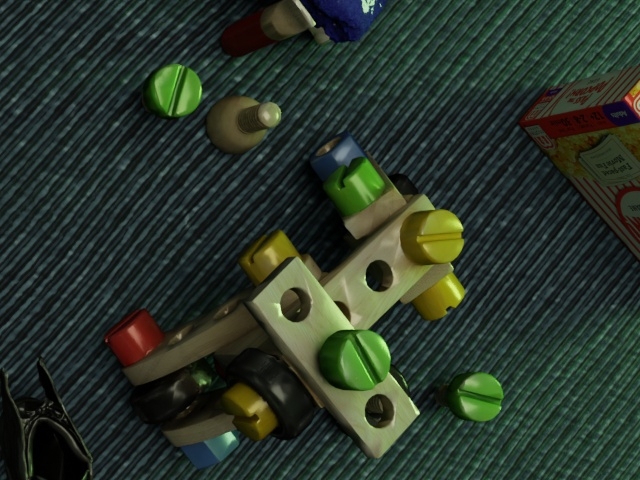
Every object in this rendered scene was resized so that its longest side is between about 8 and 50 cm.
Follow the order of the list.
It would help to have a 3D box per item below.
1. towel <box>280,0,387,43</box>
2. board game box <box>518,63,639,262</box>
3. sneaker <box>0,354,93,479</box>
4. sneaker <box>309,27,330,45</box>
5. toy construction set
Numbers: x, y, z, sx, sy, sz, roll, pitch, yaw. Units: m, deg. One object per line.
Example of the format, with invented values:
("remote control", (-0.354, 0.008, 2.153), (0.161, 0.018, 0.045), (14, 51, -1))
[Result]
("towel", (0.020, -0.304, 1.058), (0.228, 0.076, 0.308), (42, 68, -10))
("board game box", (0.250, -0.037, 1.135), (0.193, 0.147, 0.045), (47, 73, -13))
("sneaker", (-0.170, 0.156, 0.996), (0.051, 0.089, 0.170), (-17, 94, -21))
("sneaker", (0.034, -0.208, 1.108), (0.061, 0.054, 0.152), (45, 74, -11))
("toy construction set", (0.000, 0.000, 0.988), (0.257, 0.237, 0.308), (-15, 93, -21))
